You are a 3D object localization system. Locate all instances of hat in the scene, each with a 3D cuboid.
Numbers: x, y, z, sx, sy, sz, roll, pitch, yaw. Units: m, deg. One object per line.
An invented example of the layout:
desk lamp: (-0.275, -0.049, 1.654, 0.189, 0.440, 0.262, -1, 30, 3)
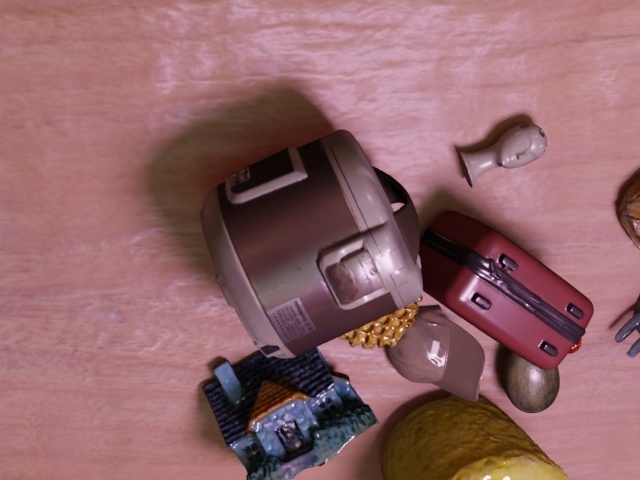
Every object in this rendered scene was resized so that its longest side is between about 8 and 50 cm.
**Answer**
hat: (0.214, 0.229, 1.743, 0.144, 0.173, 0.166, 0, 112, -19)

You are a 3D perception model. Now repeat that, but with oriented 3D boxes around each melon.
melon: (0.419, 0.274, 1.834, 0.114, 0.114, 0.167, -15, 113, -6)

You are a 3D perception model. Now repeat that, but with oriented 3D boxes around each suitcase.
suitcase: (0.321, 0.089, 1.670, 0.297, 0.236, 0.161, 33, 92, -22)

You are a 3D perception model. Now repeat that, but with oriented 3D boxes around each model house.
model house: (-0.064, 0.295, 1.701, 0.261, 0.226, 0.241, -30, 86, -1)

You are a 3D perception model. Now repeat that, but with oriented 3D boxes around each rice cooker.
rice cooker: (0.000, 0.000, 1.503, 0.325, 0.335, 0.335, -24, 116, 3)

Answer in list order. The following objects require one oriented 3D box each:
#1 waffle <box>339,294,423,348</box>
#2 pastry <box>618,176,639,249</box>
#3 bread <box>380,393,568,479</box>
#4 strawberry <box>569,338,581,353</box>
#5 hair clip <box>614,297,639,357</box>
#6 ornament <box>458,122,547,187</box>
waffle: (0.094, 0.124, 1.720, 0.191, 0.038, 0.191, 2, 119, 4)
pastry: (0.672, -0.059, 1.758, 0.192, 0.093, 0.182, -39, 112, 7)
bread: (0.288, 0.496, 1.794, 0.348, 0.308, 0.348, -8, 116, -16)
strawberry: (0.489, 0.193, 1.835, 0.073, 0.083, 0.073, 1, 107, 3)
hair clip: (0.750, 0.231, 1.785, 0.238, 0.318, 0.392, 33, 104, -20)
ornament: (0.331, -0.156, 1.650, 0.156, 0.081, 0.075, -22, 114, 2)
